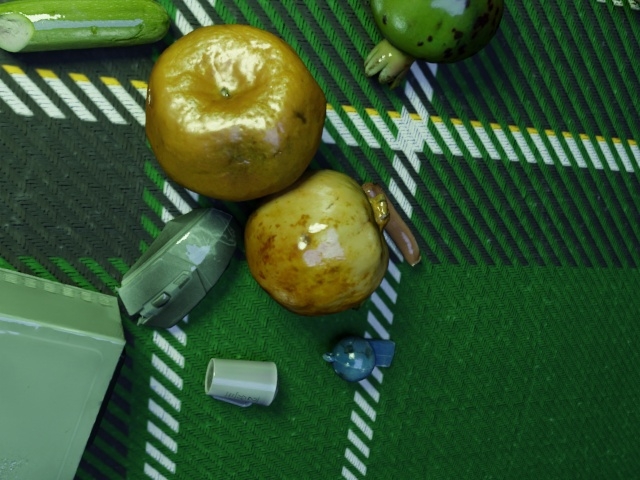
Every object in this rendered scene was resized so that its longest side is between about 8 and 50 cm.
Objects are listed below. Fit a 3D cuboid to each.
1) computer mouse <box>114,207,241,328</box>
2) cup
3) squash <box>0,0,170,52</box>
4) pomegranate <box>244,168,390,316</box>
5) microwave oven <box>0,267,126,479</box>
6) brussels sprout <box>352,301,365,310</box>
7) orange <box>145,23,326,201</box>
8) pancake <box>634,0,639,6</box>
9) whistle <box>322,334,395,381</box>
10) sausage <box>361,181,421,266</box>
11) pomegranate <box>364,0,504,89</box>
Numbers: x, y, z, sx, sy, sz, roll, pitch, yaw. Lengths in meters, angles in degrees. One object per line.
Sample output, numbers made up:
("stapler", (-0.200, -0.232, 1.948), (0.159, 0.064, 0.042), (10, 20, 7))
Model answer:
("computer mouse", (-0.215, 0.048, 0.978), (0.231, 0.071, 0.126), (-46, 117, -1))
("cup", (-0.139, 0.250, 1.082), (0.116, 0.074, 0.104), (11, 131, -20))
("squash", (-0.319, -0.288, 0.831), (0.238, 0.069, 0.069), (-9, 110, -19))
("pomegranate", (0.000, 0.000, 0.955), (0.248, 0.248, 0.248), (-6, 109, -19))
("microwave oven", (-0.430, 0.212, 0.888), (0.237, 0.181, 0.295), (18, 100, -27))
("brussels sprout", (0.049, 0.087, 1.106), (0.051, 0.046, 0.083), (-27, 123, 35))
("orange", (-0.120, -0.163, 0.875), (0.249, 0.183, 0.249), (0, 76, 1))
("pancake", (0.621, -0.573, 1.051), (0.382, 0.071, 0.382), (-16, 118, -32))
("whistle", (0.076, 0.215, 1.138), (0.158, 0.090, 0.090), (8, 104, -22))
("sausage", (0.124, -0.031, 1.097), (0.040, 0.047, 0.177), (-33, 116, 9))
("pomegranate", (0.159, -0.338, 0.950), (0.202, 0.202, 0.248), (19, 129, -25))
